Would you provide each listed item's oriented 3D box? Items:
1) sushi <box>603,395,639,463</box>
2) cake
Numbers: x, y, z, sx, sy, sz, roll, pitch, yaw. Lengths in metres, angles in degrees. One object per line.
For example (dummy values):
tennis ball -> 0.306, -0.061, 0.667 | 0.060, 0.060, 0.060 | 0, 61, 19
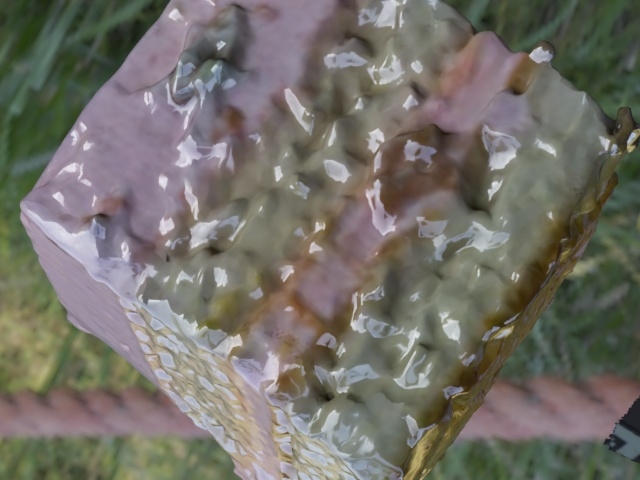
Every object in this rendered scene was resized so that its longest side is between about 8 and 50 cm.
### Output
sushi -> 0.270, 0.116, 1.084 | 0.193, 0.210, 0.040 | 27, 126, 22
cake -> 0.000, 0.000, 1.346 | 0.307, 0.314, 0.293 | 33, 161, 11
